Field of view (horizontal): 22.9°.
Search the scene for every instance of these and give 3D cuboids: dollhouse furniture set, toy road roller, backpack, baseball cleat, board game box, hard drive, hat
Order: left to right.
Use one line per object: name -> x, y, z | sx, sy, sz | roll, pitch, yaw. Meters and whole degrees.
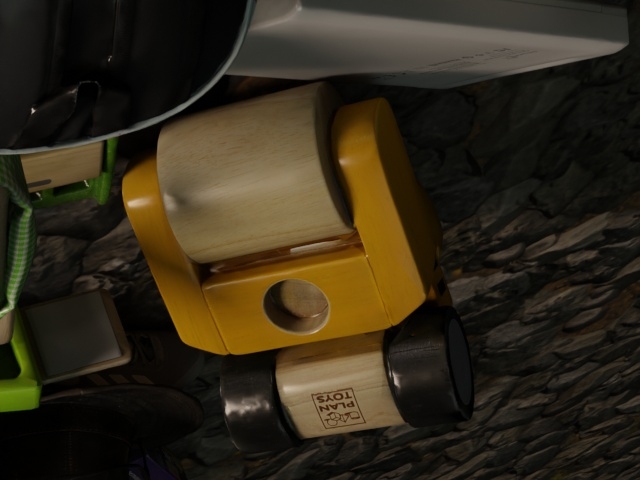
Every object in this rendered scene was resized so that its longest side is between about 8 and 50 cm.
backpack -> -0.140, -0.176, 0.793 | 0.225, 0.191, 0.253 | -13, 129, -25
dollhouse furniture set -> -0.180, -0.043, 1.026 | 0.151, 0.198, 0.301 | -13, 152, -20
hat -> -0.254, 0.231, 1.454 | 0.331, 0.134, 0.331 | -9, 163, -3
board game box -> -0.233, 0.269, 1.735 | 0.141, 0.048, 0.170 | -25, 154, 2
baseball cleat -> -0.192, 0.108, 1.444 | 0.206, 0.072, 0.109 | -11, 151, -28
toy road roller -> 0.000, 0.000, 1.295 | 0.202, 0.240, 0.329 | -11, 122, 17
hard drive -> 0.038, -0.144, 1.106 | 0.307, 0.040, 0.203 | 0, 176, -40
